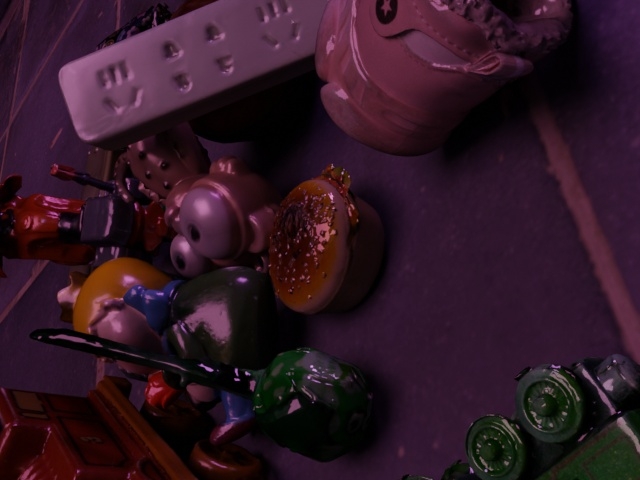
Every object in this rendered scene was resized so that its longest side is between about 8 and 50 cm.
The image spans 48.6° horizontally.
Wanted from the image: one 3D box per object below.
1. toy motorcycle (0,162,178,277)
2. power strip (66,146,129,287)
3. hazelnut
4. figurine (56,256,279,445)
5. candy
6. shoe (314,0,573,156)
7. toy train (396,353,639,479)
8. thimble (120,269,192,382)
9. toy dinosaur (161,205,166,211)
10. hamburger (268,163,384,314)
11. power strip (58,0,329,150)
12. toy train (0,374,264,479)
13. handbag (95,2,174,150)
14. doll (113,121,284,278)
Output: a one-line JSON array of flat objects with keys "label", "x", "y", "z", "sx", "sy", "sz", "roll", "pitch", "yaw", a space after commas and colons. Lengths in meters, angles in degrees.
[{"label": "toy motorcycle", "x": -0.349, "y": -0.019, "z": 0.979, "sx": 0.325, "sy": 0.221, "sz": 0.148, "roll": -3, "pitch": 78, "yaw": 35}, {"label": "power strip", "x": -0.369, "y": -0.018, "z": 1.195, "sx": 0.092, "sy": 0.066, "sz": 0.388, "roll": -33, "pitch": 47, "yaw": 39}, {"label": "hazelnut", "x": -0.102, "y": -0.202, "z": 0.826, "sx": 0.204, "sy": 0.177, "sz": 0.178, "roll": -30, "pitch": 51, "yaw": 47}, {"label": "figurine", "x": -0.161, "y": 0.110, "z": 0.724, "sx": 0.127, "sy": 0.234, "sz": 0.185, "roll": -36, "pitch": -56, "yaw": -79}, {"label": "candy", "x": -0.112, "y": 0.113, "z": 0.621, "sx": 0.323, "sy": 0.097, "sz": 0.097, "roll": 12, "pitch": 81, "yaw": 12}, {"label": "shoe", "x": 0.110, "y": -0.252, "z": 0.554, "sx": 0.198, "sy": 0.171, "sz": 0.351, "roll": -12, "pitch": 76, "yaw": 61}, {"label": "toy train", "x": 0.117, "y": 0.173, "z": 0.434, "sx": 0.251, "sy": 0.085, "sz": 0.119, "roll": -53, "pitch": 54, "yaw": 29}, {"label": "thimble", "x": -0.193, "y": 0.107, "z": 0.869, "sx": 0.118, "sy": 0.090, "sz": 0.135, "roll": -11, "pitch": 66, "yaw": 49}, {"label": "toy dinosaur", "x": -0.221, "y": -0.068, "z": 1.049, "sx": 0.060, "sy": 0.029, "sz": 0.120, "roll": 32, "pitch": 101, "yaw": 43}, {"label": "hamburger", "x": 0.000, "y": 0.000, "z": 0.665, "sx": 0.141, "sy": 0.081, "sz": 0.126, "roll": -63, "pitch": 36, "yaw": 13}, {"label": "power strip", "x": -0.073, "y": -0.196, "z": 0.706, "sx": 0.385, "sy": 0.062, "sz": 0.091, "roll": -20, "pitch": 90, "yaw": 8}, {"label": "toy train", "x": -0.215, "y": 0.250, "z": 0.709, "sx": 0.369, "sy": 0.231, "sz": 0.163, "roll": 17, "pitch": 91, "yaw": 56}, {"label": "handbag", "x": -0.307, "y": -0.258, "z": 1.167, "sx": 0.228, "sy": 0.126, "sz": 0.208, "roll": -9, "pitch": 65, "yaw": 41}, {"label": "doll", "x": -0.149, "y": -0.057, "z": 0.796, "sx": 0.278, "sy": 0.119, "sz": 0.154, "roll": 38, "pitch": 133, "yaw": 24}]
